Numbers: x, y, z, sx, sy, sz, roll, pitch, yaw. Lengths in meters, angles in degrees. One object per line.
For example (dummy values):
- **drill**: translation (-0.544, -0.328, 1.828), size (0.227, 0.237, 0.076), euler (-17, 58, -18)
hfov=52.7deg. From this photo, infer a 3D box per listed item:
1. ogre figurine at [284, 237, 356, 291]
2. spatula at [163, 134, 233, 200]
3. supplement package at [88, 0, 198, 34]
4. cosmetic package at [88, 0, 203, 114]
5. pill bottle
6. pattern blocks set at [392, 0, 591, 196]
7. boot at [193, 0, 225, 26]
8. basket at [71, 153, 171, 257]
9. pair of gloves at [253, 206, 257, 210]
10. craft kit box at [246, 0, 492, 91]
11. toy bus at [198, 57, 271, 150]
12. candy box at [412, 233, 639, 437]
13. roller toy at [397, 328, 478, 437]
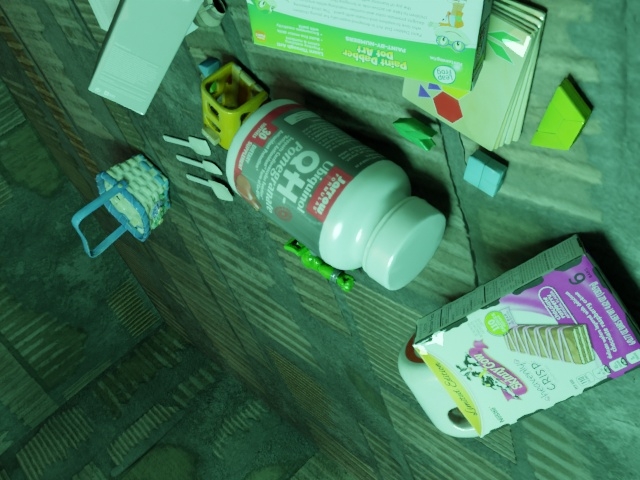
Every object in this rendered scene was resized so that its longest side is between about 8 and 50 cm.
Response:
- **ogre figurine**: translation (0.000, 0.000, 1.216), size (0.118, 0.097, 0.197), euler (15, 152, 36)
- **spatula**: translation (-0.302, -0.183, 1.575), size (0.242, 0.019, 0.168), euler (20, 144, 50)
- **supplement package**: translation (-0.318, -0.416, 1.129), size (0.179, 0.105, 0.105), euler (33, 152, 34)
- **cosmetic package**: translation (-0.263, -0.328, 0.986), size (0.107, 0.127, 0.238), euler (23, 135, -27)
- **pill bottle**: translation (0.022, -0.067, 0.964), size (0.318, 0.176, 0.176), euler (37, 154, 28)
- **pattern blocks set**: translation (0.160, -0.194, 0.701), size (0.285, 0.026, 0.325), euler (41, 155, 14)
- **boot**: translation (-0.195, -0.397, 1.030), size (0.087, 0.042, 0.118), euler (-3, 123, 53)
- **basket**: translation (-0.573, -0.092, 1.856), size (0.201, 0.289, 0.255), euler (45, 158, 10)
- **pair of gloves**: translation (-0.146, -0.095, 1.439), size (0.083, 0.010, 0.074), euler (56, 156, -17)
- **craft kit box**: translation (0.039, -0.271, 0.593), size (0.250, 0.061, 0.246), euler (18, 145, 16)
- **toy bus**: translation (-0.161, -0.216, 1.157), size (0.191, 0.104, 0.202), euler (16, 140, 53)
- **candy box**: translation (0.254, 0.121, 0.793), size (0.233, 0.071, 0.159), euler (-33, 100, 23)
- **roller toy**: translation (0.222, 0.181, 0.965), size (0.146, 0.191, 0.209), euler (56, 157, -13)
